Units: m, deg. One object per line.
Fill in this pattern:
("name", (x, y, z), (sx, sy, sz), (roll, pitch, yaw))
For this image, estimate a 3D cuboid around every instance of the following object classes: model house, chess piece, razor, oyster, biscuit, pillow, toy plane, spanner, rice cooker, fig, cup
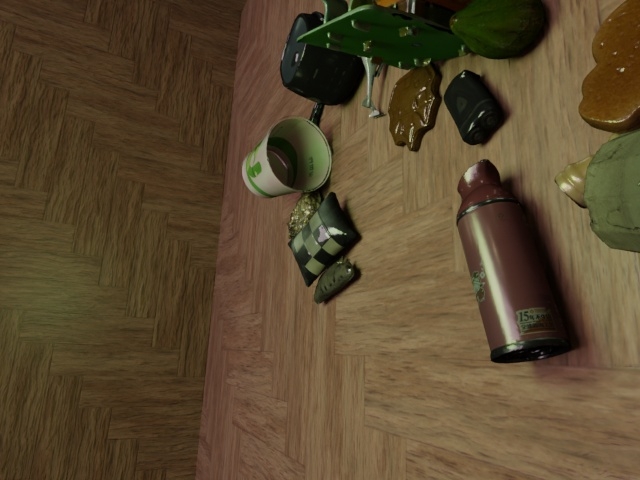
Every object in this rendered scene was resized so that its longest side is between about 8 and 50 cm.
("model house", (0.135, -0.533, 0.853), (0.242, 0.357, 0.314), (8, 100, 56))
("chess piece", (0.394, -0.106, 0.592), (0.122, 0.066, 0.066), (-51, 38, 38))
("razor", (0.296, -0.263, 0.852), (0.090, 0.054, 0.148), (-55, 34, 43))
("oyster", (-0.060, -0.082, 1.511), (0.198, 0.092, 0.260), (-60, 29, 30))
("biscuit", (0.222, -0.318, 1.052), (0.182, 0.034, 0.216), (-25, 60, 61))
("biscuit", (0.438, -0.272, 0.533), (0.295, 0.044, 0.186), (-60, 27, 17))
("pillow", (0.038, 0.110, 1.278), (0.241, 0.051, 0.093), (131, 149, -51))
("toy plane", (0.138, -0.492, 1.211), (0.182, 0.107, 0.274), (-125, 45, -63))
("spanner", (-0.050, -0.395, 1.628), (0.096, 0.040, 0.325), (-122, 51, -64))
("pillow", (0.000, 0.000, 1.308), (0.250, 0.105, 0.186), (-48, 49, 30))
("rice cooker", (0.006, -0.572, 1.373), (0.267, 0.224, 0.268), (-173, 90, -65))
("fig", (0.303, -0.391, 0.766), (0.123, 0.156, 0.124), (-175, 90, -69))
("cup", (-0.132, -0.265, 1.498), (0.273, 0.252, 0.254), (-12, 71, 57))

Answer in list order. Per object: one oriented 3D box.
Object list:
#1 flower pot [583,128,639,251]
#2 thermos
("flower pot", (0.390, -0.055, 0.428), (0.202, 0.212, 0.213), (-177, 96, -72))
("thermos", (0.299, 0.025, 0.712), (0.109, 0.136, 0.331), (-22, 58, 29))
